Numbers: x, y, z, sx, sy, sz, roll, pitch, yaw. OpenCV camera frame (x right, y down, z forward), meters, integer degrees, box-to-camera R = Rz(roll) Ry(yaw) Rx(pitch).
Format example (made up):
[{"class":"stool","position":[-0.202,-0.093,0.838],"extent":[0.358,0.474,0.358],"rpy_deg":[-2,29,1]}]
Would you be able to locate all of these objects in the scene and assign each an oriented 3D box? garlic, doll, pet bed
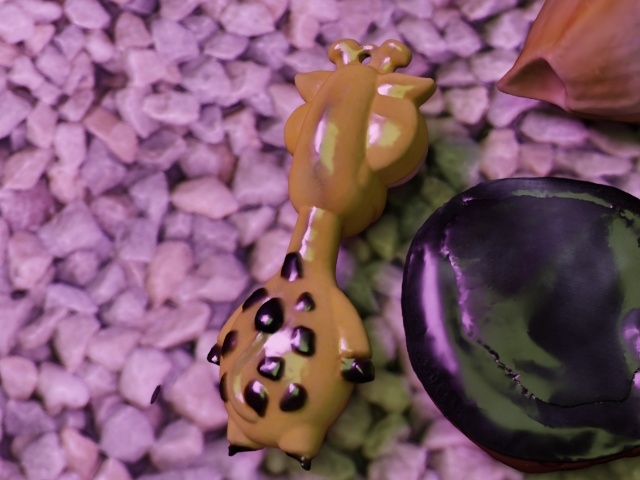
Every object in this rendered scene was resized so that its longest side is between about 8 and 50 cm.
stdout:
[{"class":"garlic","position":[0.236,-0.241,0.736],"extent":[0.196,0.151,0.338],"rpy_deg":[3,66,24]},{"class":"doll","position":[0.000,0.001,0.692],"extent":[0.117,0.086,0.291],"rpy_deg":[6,70,24]},{"class":"pet bed","position":[0.146,0.048,0.666],"extent":[0.201,0.053,0.201],"rpy_deg":[-4,66,9]}]
